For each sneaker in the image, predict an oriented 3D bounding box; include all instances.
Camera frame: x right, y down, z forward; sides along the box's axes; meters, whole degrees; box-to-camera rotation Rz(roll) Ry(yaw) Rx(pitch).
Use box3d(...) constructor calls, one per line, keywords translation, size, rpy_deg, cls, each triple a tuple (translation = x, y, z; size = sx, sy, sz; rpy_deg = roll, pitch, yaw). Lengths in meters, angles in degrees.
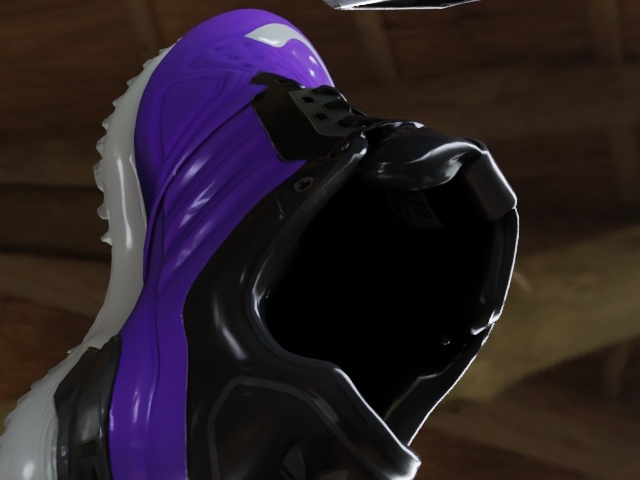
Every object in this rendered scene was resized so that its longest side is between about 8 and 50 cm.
box3d(translation=(0.001, 0.001, 0.598), size=(0.146, 0.293, 0.102), rpy_deg=(-31, -62, 26), cls="sneaker")

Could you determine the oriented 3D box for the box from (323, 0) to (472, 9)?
box3d(translation=(-0.005, -0.238, 0.626), size=(0.127, 0.262, 0.231), rpy_deg=(-13, -51, -38), cls="box")
